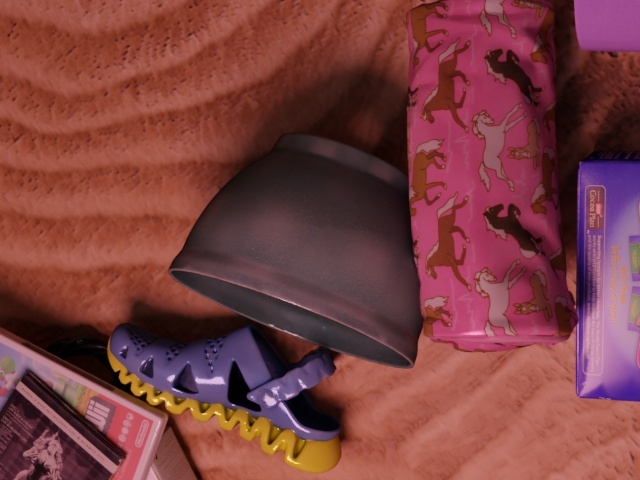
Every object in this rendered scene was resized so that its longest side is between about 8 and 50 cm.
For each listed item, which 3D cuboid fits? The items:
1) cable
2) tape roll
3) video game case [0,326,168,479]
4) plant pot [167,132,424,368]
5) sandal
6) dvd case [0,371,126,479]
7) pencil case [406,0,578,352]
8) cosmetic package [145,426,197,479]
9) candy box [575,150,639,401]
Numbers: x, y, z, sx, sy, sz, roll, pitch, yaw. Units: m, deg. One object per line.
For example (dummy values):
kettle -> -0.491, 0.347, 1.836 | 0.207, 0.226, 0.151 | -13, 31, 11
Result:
cable -> -0.316, 0.203, 1.771 | 0.184, 0.047, 0.151 | -34, 93, 19
tape roll -> 0.310, -0.324, 1.344 | 0.090, 0.275, 0.275 | 5, 103, 17
video game case -> -0.343, 0.244, 1.685 | 0.285, 0.025, 0.204 | 25, 104, 16
plant pot -> 0.000, 0.000, 1.528 | 0.293, 0.293, 0.196 | 19, 80, 13
sandal -> -0.105, 0.160, 1.666 | 0.317, 0.126, 0.138 | 21, 103, 4
dvd case -> -0.354, 0.297, 1.671 | 0.164, 0.018, 0.221 | 38, 107, 13
pencil case -> 0.180, -0.075, 1.448 | 0.160, 0.167, 0.386 | -7, 83, 28
cosmetic package -> -0.302, 0.438, 1.781 | 0.377, 0.097, 0.285 | -22, 98, 20
candy box -> 0.440, 0.041, 1.461 | 0.317, 0.122, 0.268 | 3, 102, 18
